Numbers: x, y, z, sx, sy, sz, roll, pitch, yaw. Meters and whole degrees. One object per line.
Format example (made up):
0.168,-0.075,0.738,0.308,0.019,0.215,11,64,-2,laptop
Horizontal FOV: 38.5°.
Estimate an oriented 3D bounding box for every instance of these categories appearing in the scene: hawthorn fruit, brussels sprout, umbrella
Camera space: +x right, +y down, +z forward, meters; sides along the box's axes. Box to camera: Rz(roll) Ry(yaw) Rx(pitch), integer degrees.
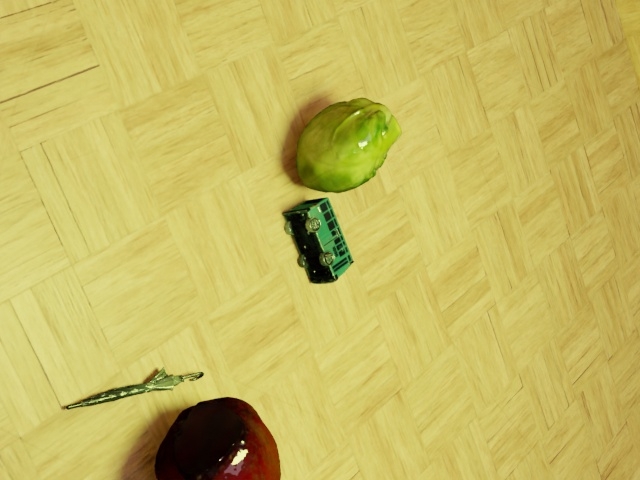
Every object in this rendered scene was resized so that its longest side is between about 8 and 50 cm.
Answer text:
-0.162,0.392,1.566,0.215,0.215,0.249,-45,115,-36,hawthorn fruit
0.049,-0.185,1.811,0.161,0.223,0.223,44,57,-13,brussels sprout
-0.304,0.246,1.552,0.269,0.044,0.044,-7,61,-44,umbrella

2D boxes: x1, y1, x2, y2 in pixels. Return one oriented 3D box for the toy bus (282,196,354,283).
0.000,0.000,1.834,0.092,0.079,0.160,-34,108,-40,toy bus
